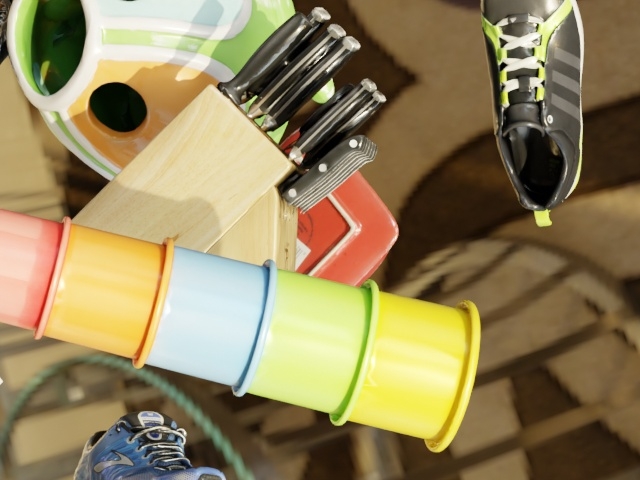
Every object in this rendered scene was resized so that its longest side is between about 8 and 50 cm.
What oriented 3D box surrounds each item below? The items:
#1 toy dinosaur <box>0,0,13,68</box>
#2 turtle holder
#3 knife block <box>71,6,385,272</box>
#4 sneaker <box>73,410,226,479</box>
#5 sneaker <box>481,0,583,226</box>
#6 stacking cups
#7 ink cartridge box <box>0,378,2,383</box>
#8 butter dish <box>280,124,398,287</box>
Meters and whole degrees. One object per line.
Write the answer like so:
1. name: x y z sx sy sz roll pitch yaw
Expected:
1. toy dinosaur: -0.324 -0.304 2.025 0.218 0.164 0.322 52 172 24
2. turtle holder: -0.156 -0.198 1.736 0.243 0.227 0.320 -22 69 44
3. knife block: -0.089 -0.069 1.538 0.275 0.088 0.242 0 85 10
4. sneaker: -0.217 0.278 2.360 0.330 0.129 0.147 -5 72 56
5. sneaker: 0.186 -0.128 1.655 0.084 0.097 0.235 -7 110 16
6. stacking cups: -0.069 0.052 1.143 0.096 0.316 0.096 -168 90 -80
7. ink cartridge box: -0.262 0.098 1.384 0.028 0.048 0.083 26 156 43
8. butter dish: 0.000 0.000 1.821 0.160 0.118 0.160 -45 62 13
